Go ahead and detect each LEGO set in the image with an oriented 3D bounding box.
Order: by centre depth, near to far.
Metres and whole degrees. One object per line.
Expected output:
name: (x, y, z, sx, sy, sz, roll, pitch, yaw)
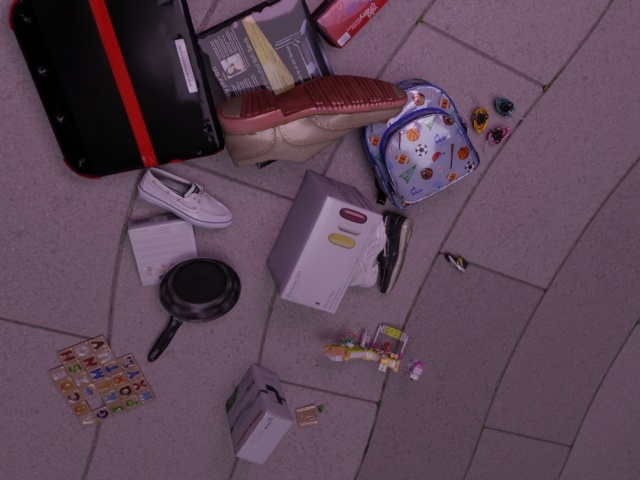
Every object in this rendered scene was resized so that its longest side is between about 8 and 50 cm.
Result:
LEGO set: (0.144, 0.285, 1.601, 0.286, 0.132, 0.107, 18, 98, -15)

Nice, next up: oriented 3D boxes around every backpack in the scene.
backpack: (0.216, -0.230, 1.358, 0.276, 0.213, 0.263, -30, 107, 2)

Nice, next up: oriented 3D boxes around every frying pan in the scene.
frying pan: (-0.310, 0.170, 1.460, 0.197, 0.053, 0.326, 7, 121, -19)

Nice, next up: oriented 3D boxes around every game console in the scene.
game console: (-0.402, -0.327, 1.186, 0.341, 0.060, 0.387, -12, 116, 0)

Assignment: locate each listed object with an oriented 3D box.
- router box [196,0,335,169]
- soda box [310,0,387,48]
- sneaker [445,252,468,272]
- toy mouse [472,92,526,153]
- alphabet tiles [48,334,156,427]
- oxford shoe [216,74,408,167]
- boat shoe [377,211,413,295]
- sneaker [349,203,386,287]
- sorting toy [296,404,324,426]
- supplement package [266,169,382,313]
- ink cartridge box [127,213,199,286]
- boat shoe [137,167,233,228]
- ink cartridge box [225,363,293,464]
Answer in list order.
router box: (-0.098, -0.347, 1.279, 0.242, 0.081, 0.309, -26, 117, -3)
soda box: (0.098, -0.534, 1.248, 0.263, 0.092, 0.083, -44, 116, 6)
sneaker: (0.375, 0.054, 1.616, 0.083, 0.031, 0.035, 39, 85, -30)
toy mouse: (0.446, -0.303, 1.479, 0.143, 0.031, 0.161, -11, 115, -11)
alphabet tiles: (-0.558, 0.354, 1.491, 0.198, 0.009, 0.237, -21, 117, -6)
oxford shoe: (-0.012, -0.249, 1.240, 0.396, 0.141, 0.147, -9, 131, -5)
boat shoe: (0.183, 0.036, 1.538, 0.079, 0.084, 0.233, 18, 120, 18)
sneaker: (0.093, 0.021, 1.476, 0.115, 0.090, 0.232, -6, 113, -27)
sorting toy: (-0.027, 0.504, 1.702, 0.083, 0.012, 0.062, -11, 110, -7)
supplement package: (0.000, 0.000, 1.386, 0.145, 0.204, 0.262, 18, 107, -21)
ink cartridge box: (-0.367, 0.021, 1.396, 0.145, 0.045, 0.179, -10, 133, -12)
boat shoe: (-0.295, -0.094, 1.321, 0.226, 0.083, 0.076, 19, 132, -22)
ink cartridge box: (-0.164, 0.451, 1.530, 0.086, 0.208, 0.153, 30, 102, -25)
